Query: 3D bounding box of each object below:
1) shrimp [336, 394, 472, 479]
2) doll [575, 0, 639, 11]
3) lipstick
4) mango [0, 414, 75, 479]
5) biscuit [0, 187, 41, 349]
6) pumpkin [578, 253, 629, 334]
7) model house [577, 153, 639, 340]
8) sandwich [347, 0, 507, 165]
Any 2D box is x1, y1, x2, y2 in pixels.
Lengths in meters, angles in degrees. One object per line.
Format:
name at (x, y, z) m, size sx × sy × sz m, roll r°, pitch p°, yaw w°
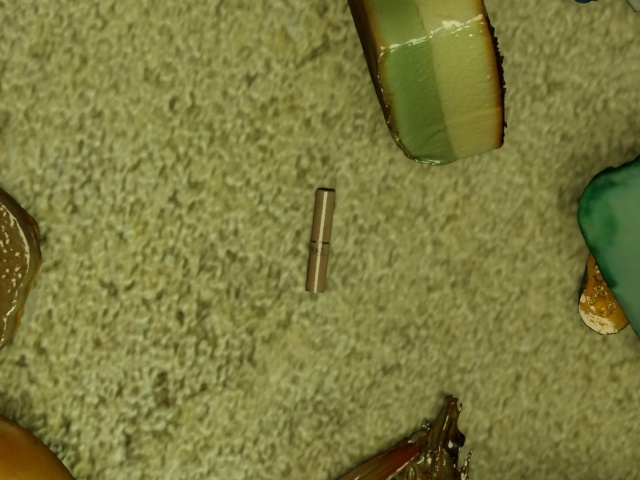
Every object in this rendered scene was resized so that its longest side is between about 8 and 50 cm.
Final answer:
shrimp at (0.059, 0.258, 1.349) m, size 0.145 × 0.061 × 0.267 m, roll 28°, pitch 99°, yaw 3°
doll at (0.226, -0.257, 1.274) m, size 0.227 × 0.057 × 0.114 m, roll 39°, pitch 90°, yaw 2°
lipstick at (0.000, 0.000, 1.323) m, size 0.019 × 0.019 × 0.094 m, roll 5°, pitch 99°, yaw -3°
mango at (-0.326, 0.213, 1.293) m, size 0.252 × 0.126 × 0.154 m, roll 20°, pitch 109°, yaw -6°
biscuit at (-0.330, 0.020, 1.302) m, size 0.170 × 0.050 × 0.170 m, roll 1°, pitch 99°, yaw 6°
pumpkin at (0.259, 0.044, 1.335) m, size 0.050 × 0.028 × 0.083 m, roll 13°, pitch 90°, yaw -2°
model house at (0.410, -0.009, 1.268) m, size 0.249 × 0.230 × 0.280 m, roll -39°, pitch 105°, yaw -37°
sandwich at (0.084, -0.188, 1.257) m, size 0.108 × 0.220 × 0.186 m, roll -17°, pitch 63°, yaw 3°
